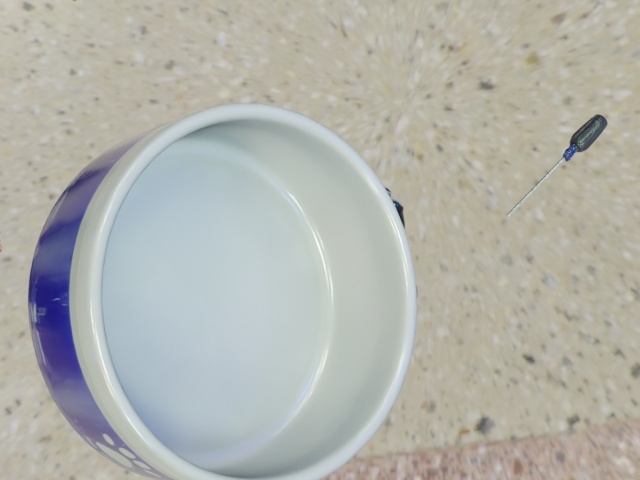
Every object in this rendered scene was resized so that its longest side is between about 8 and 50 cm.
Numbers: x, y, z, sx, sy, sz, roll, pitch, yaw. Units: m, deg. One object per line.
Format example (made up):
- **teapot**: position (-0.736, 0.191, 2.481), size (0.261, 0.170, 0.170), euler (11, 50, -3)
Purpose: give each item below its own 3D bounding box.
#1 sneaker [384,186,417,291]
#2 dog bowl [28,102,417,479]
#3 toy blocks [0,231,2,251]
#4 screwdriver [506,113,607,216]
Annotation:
- **sneaker**: position (0.000, 0.000, 1.307), size (0.147, 0.330, 0.130), euler (-7, 121, -17)
- **dog bowl**: position (-0.065, 0.042, 0.941), size (0.265, 0.104, 0.265), euler (4, 82, -35)
- **toy blocks**: position (-0.370, 0.029, 1.415), size (0.054, 0.123, 0.148), euler (36, 111, -4)
- **screwdriver**: position (0.275, -0.084, 1.551), size (0.025, 0.024, 0.170), euler (32, 72, 32)
